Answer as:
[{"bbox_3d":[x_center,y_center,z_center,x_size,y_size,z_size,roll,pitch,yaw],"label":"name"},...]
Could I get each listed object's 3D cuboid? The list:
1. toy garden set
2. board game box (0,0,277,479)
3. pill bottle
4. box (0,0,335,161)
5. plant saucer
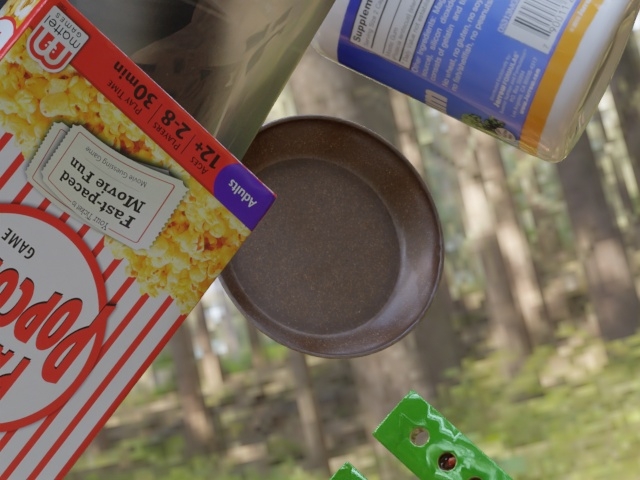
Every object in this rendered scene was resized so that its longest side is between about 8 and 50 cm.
[{"bbox_3d":[0.058,0.262,1.364,0.244,0.204,0.049,-47,-21,-3],"label":"toy garden set"},{"bbox_3d":[-0.132,0.009,0.872,0.147,0.193,0.045,42,-12,-29],"label":"board game box"},{"bbox_3d":[0.084,-0.178,1.449,0.272,0.152,0.152,26,-11,12],"label":"pill bottle"},{"bbox_3d":[-0.172,-0.129,1.029,0.296,0.183,0.294,19,-74,-47],"label":"box"},{"bbox_3d":[0.000,0.000,1.551,0.198,0.198,0.036,-6,-15,-23],"label":"plant saucer"}]
